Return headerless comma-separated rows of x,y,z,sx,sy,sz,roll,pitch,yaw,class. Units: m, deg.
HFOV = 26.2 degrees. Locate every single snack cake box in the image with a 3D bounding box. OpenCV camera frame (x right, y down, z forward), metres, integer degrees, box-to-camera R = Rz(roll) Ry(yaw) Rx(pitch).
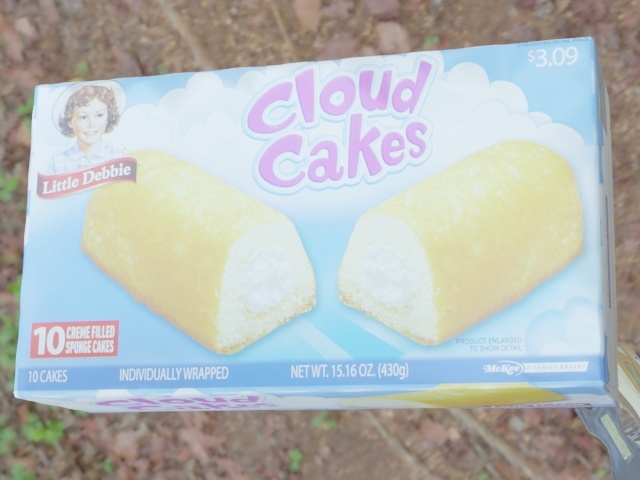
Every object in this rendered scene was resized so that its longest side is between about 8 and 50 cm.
0.000,0.000,0.635,0.264,0.089,0.152,-3,77,16,snack cake box

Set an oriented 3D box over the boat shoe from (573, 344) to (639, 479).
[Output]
0.259,0.162,1.041,0.068,0.072,0.190,-45,63,53,boat shoe
